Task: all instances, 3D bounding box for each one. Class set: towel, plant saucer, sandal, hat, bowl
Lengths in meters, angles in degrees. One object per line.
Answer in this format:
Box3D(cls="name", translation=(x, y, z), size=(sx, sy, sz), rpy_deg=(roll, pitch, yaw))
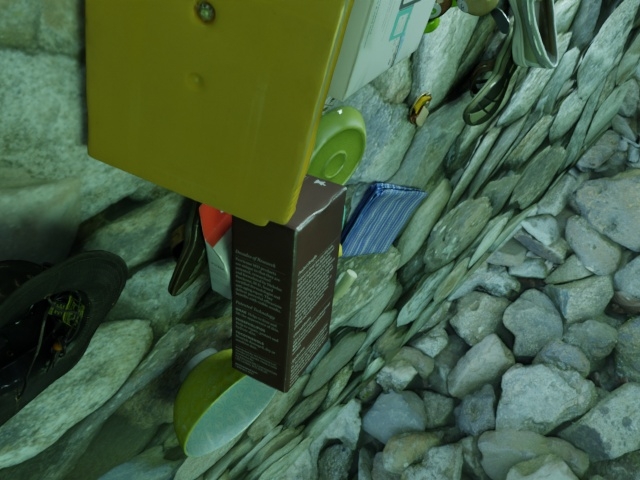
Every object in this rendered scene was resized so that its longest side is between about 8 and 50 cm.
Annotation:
Box3D(cls="towel", translation=(0.174, -0.049, 1.599), size=(0.336, 0.040, 0.243), rpy_deg=(-4, 130, -57))
Box3D(cls="plant saucer", translation=(0.020, -0.167, 1.186), size=(0.241, 0.037, 0.241), rpy_deg=(-38, 153, -23))
Box3D(cls="sandal", translation=(-0.229, -0.009, 0.980), size=(0.090, 0.060, 0.219), rpy_deg=(-26, 134, -66))
Box3D(cls="hat", translation=(-0.420, 0.111, 0.743), size=(0.331, 0.134, 0.331), rpy_deg=(-52, 173, -9))
Box3D(cls="bowl", translation=(-0.244, 0.350, 1.333), size=(0.289, 0.156, 0.289), rpy_deg=(-38, 153, -23))
Box3D(cls="sandal", translation=(0.445, -0.428, 1.473), size=(0.303, 0.086, 0.120), rpy_deg=(-60, 151, -12))

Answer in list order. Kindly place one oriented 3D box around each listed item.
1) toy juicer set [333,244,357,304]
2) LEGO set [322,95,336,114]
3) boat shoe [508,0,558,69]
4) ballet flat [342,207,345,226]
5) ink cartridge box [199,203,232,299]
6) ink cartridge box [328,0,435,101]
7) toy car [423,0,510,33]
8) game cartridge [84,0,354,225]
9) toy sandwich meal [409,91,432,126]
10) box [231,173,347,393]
Box3D(cls="toy juicer set", translation=(-0.029, 0.072, 1.321), size=(0.209, 0.089, 0.329), rpy_deg=(-42, 141, 7))
Box3D(cls="LEGO set", translation=(0.002, -0.297, 0.951), size=(0.182, 0.060, 0.244), rpy_deg=(-47, 171, 24))
Box3D(cls="boat shoe", translation=(0.516, -0.554, 1.328), size=(0.118, 0.103, 0.320), rpy_deg=(-43, 139, -25))
Box3D(cls="ballet flat", translation=(0.000, 0.000, 1.340), size=(0.077, 0.091, 0.241), rpy_deg=(-8, 133, -24))
Box3D(cls="ink cartridge box", translation=(-0.139, -0.028, 1.037), size=(0.189, 0.066, 0.232), rpy_deg=(-56, 166, -36))
Box3D(cls="ink cartridge box", translation=(0.025, -0.333, 0.695), size=(0.270, 0.198, 0.197), rpy_deg=(-48, 161, -50))
Box3D(cls="toy car", translation=(0.265, -0.444, 1.021), size=(0.149, 0.188, 0.155), rpy_deg=(-47, 155, -6))
Box3D(cls="game cartridge", translation=(-0.132, -0.188, 0.641), size=(0.053, 0.285, 0.324), rpy_deg=(-63, 173, -50))
Box3D(cls="toy sandwich meal", translation=(0.245, -0.316, 1.353), size=(0.085, 0.029, 0.086), rpy_deg=(-38, 153, -24))
Box3D(cls="box", translation=(-0.066, 0.080, 1.070), size=(0.191, 0.143, 0.382), rpy_deg=(-44, 148, -50))
